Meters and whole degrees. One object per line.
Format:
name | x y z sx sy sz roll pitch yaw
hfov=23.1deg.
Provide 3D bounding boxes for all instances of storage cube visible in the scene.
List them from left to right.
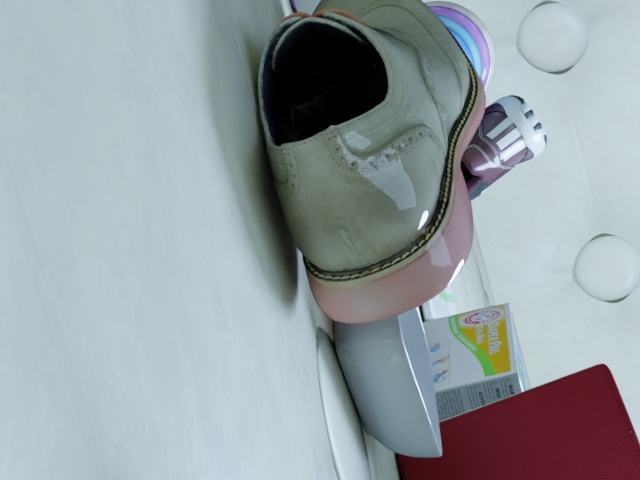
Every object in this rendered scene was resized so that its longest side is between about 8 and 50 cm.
storage cube | 0.186 0.242 1.285 0.184 0.215 0.193 57 15 -64

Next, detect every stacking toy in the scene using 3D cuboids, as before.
stacking toy | 0.109 -0.187 1.749 0.330 0.141 0.141 -44 120 -72

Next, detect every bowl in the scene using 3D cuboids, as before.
bowl | 0.046 0.078 1.140 0.142 0.053 0.142 -92 165 -52

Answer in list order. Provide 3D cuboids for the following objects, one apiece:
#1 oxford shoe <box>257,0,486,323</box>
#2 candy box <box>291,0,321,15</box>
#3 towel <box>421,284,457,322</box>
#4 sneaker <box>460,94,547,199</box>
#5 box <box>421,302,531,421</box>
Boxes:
oxford shoe | 0.031 -0.113 1.083 0.397 0.140 0.146 -94 160 -58
candy box | 0.015 -0.237 1.382 0.196 0.070 0.165 -75 150 -71
towel | 0.160 0.139 1.834 0.248 0.038 0.325 28 49 -78
sneaker | 0.143 -0.080 1.896 0.106 0.162 0.281 54 -26 1
box | 0.153 0.152 1.539 0.203 0.103 0.114 -74 150 -73
